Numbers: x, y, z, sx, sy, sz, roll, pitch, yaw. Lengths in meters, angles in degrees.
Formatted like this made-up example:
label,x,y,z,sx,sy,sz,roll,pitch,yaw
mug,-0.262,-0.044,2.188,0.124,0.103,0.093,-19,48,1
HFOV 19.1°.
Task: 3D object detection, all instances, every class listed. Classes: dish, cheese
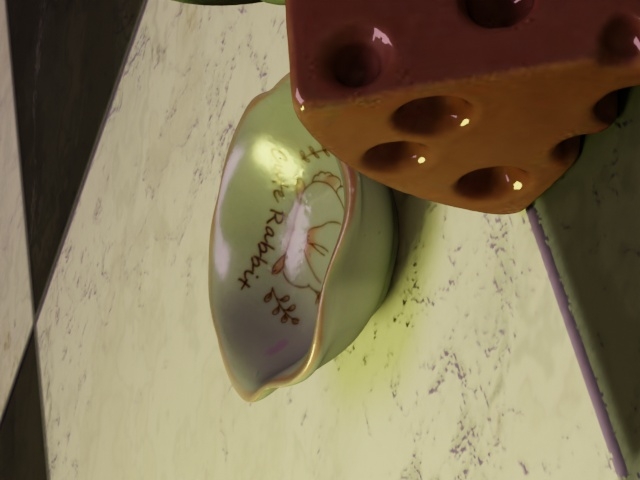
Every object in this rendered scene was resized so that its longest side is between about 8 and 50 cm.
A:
label,x,y,z,sx,sy,sz,roll,pitch,yaw
dish,0.000,0.000,1.276,0.229,0.081,0.229,-173,90,-66
cheese,0.092,-0.103,1.030,0.177,0.203,0.128,67,-165,-66

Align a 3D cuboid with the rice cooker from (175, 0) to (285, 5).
label,x,y,z,sx,sy,sz,roll,pitch,yaw
rice cooker,-0.043,-0.286,1.173,0.264,0.316,0.316,-25,57,36
